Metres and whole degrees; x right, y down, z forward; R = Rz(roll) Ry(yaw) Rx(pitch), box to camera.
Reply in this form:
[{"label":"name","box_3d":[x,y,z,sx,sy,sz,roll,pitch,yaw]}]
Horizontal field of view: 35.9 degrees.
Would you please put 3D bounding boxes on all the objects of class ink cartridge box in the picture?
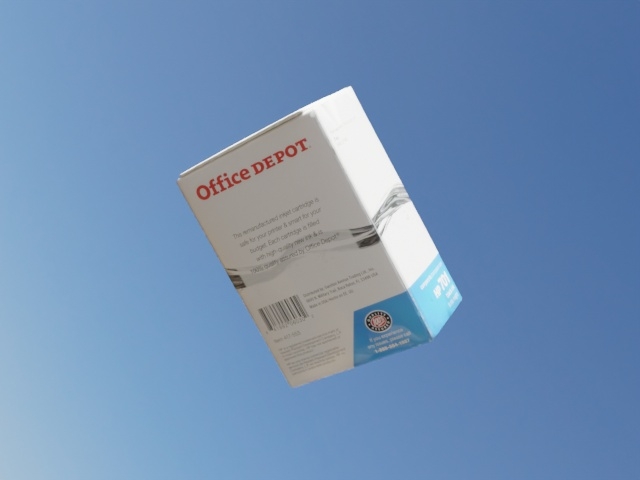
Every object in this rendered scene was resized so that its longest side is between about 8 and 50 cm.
[{"label":"ink cartridge box","box_3d":[0.000,0.000,0.758,0.139,0.082,0.191,-23,-82,32]}]
